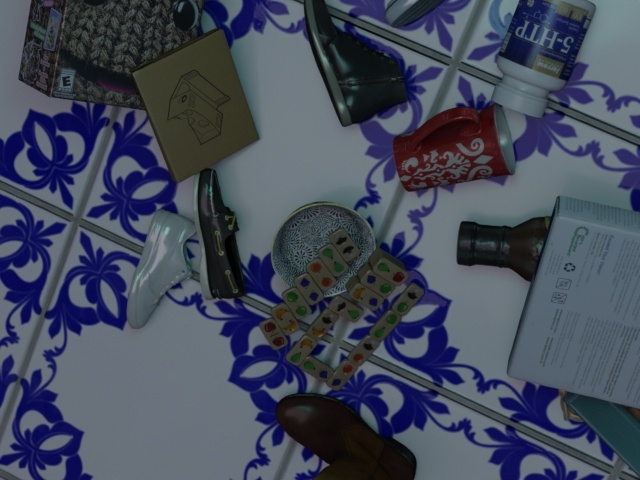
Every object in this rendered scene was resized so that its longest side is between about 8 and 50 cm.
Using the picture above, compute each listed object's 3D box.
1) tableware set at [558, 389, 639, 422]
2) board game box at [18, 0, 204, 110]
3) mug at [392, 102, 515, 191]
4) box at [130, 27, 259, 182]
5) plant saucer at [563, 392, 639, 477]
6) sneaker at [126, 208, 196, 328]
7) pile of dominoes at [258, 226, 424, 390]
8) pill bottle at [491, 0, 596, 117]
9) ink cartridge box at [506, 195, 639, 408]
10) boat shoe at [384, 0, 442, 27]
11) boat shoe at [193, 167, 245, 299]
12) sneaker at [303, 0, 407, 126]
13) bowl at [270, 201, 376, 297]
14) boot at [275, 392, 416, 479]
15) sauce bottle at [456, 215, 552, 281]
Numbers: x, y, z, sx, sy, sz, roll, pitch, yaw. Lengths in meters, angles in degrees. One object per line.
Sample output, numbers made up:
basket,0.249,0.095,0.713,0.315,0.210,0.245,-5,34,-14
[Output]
tableware set,0.465,0.233,1.956,0.169,0.020,0.141,9,101,11
board game box,-0.317,-0.362,1.920,0.141,0.232,0.291,28,110,52
mug,0.200,-0.153,1.905,0.169,0.113,0.150,-13,122,20
box,-0.196,-0.213,1.953,0.164,0.021,0.201,-31,122,-21
plant saucer,0.473,0.302,1.948,0.192,0.018,0.067,46,113,4
sneaker,-0.263,0.059,2.077,0.094,0.080,0.212,18,102,-2
pile of dominoes,0.033,0.120,1.985,0.196,0.040,0.251,32,107,-23
pill bottle,0.330,-0.286,1.856,0.112,0.112,0.186,22,104,9
ink cartridge box,0.472,0.108,1.823,0.330,0.071,0.324,13,128,4
boat shoe,0.180,-0.422,1.895,0.226,0.083,0.075,-37,77,5
boat shoe,-0.167,-0.013,2.039,0.069,0.081,0.227,-2,106,11
sneaker,0.053,-0.299,1.948,0.118,0.083,0.222,-19,87,-3
bowl,0.000,0.000,1.985,0.170,0.080,0.170,-3,117,-7
boot,0.018,0.355,1.946,0.264,0.280,0.096,35,105,6
sauce bottle,0.383,0.019,1.893,0.345,0.111,0.111,5,100,11
